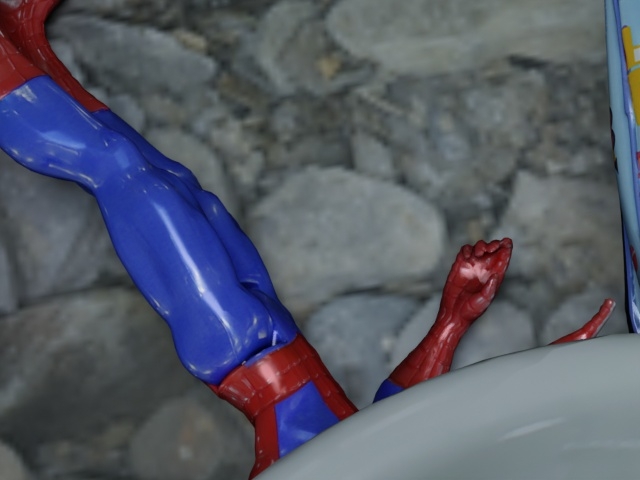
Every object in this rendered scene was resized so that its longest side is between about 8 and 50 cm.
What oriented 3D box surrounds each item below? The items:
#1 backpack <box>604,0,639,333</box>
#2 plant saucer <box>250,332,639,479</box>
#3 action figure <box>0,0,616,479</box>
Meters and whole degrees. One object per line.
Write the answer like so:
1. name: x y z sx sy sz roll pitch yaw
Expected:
1. backpack: 0.170 -0.030 0.519 0.173 0.117 0.158 -3 75 12
2. plant saucer: 0.107 0.215 0.392 0.401 0.100 0.400 9 56 -13
3. action figure: 0.000 0.000 0.549 0.139 0.091 0.280 -33 74 11
